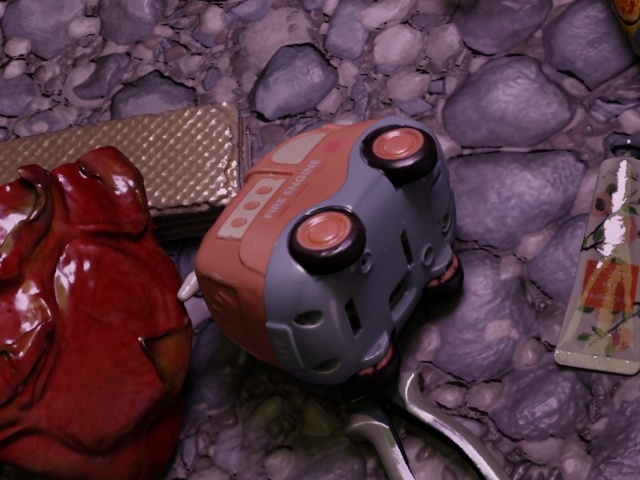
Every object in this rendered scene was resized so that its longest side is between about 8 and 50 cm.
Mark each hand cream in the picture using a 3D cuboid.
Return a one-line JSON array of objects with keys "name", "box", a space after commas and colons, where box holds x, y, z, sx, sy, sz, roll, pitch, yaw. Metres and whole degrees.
[{"name": "hand cream", "box": [0.282, 0.013, 1.176, 0.080, 0.050, 0.233, 8, 71, 15]}]

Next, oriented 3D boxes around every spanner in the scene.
[{"name": "spanner", "box": [0.080, 0.180, 1.140, 0.096, 0.040, 0.325, -38, 60, -7]}]

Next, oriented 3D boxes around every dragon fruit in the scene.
[{"name": "dragon fruit", "box": [-0.244, 0.068, 1.090, 0.228, 0.329, 0.286, -46, 66, 14]}]

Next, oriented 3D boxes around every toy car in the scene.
[{"name": "toy car", "box": [0.000, 0.000, 1.164, 0.212, 0.180, 0.270, 15, 49, 33]}]

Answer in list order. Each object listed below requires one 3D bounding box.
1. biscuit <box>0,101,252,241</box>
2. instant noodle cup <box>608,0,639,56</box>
[{"name": "biscuit", "box": [-0.285, -0.049, 1.339, 0.426, 0.078, 0.144, -8, 62, 12]}, {"name": "instant noodle cup", "box": [0.364, -0.275, 1.235, 0.182, 0.182, 0.144, -14, 68, 8]}]
